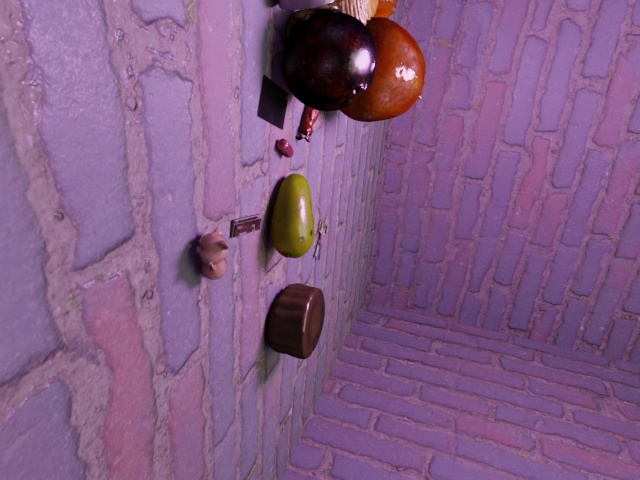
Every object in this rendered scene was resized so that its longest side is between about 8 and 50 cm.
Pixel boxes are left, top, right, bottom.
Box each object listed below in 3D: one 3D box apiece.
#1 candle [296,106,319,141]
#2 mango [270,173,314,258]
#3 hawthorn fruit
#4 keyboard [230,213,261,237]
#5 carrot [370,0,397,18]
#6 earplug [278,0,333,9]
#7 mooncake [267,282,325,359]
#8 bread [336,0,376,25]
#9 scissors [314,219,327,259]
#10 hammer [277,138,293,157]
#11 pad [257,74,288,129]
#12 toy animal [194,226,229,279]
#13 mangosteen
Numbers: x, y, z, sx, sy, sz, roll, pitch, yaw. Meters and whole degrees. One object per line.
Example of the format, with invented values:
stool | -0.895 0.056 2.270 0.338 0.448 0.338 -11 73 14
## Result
candle | -0.021 -0.507 1.522 0.051 0.048 0.328 38 63 -64
mango | -0.090 -0.085 1.416 0.175 0.143 0.292 37 56 -75
hawthorn fruit | 0.243 -0.653 1.687 0.403 0.404 0.401 11 90 -75
keyboard | -0.211 -0.046 1.219 0.166 0.017 0.055 -29 128 -71
carrot | 0.255 -1.104 1.802 0.193 0.215 0.330 0 98 -76
earplug | -0.052 -0.760 1.044 0.301 0.173 0.172 78 27 -44
mooncake | -0.090 0.307 1.638 0.290 0.162 0.289 9 90 -75
bread | 0.117 -0.869 1.523 0.133 0.179 0.249 84 23 -57
scissors | 0.000 0.000 2.012 0.133 0.020 0.186 33 67 -70
hammer | -0.113 -0.297 1.357 0.083 0.043 0.043 42 60 -70
pad | -0.138 -0.405 1.253 0.193 0.004 0.116 -12 112 -74
toy animal | -0.254 0.037 1.007 0.089 0.083 0.150 -33 153 -41
mangosteen | 0.022 -0.542 1.253 0.311 0.312 0.310 11 90 -75
